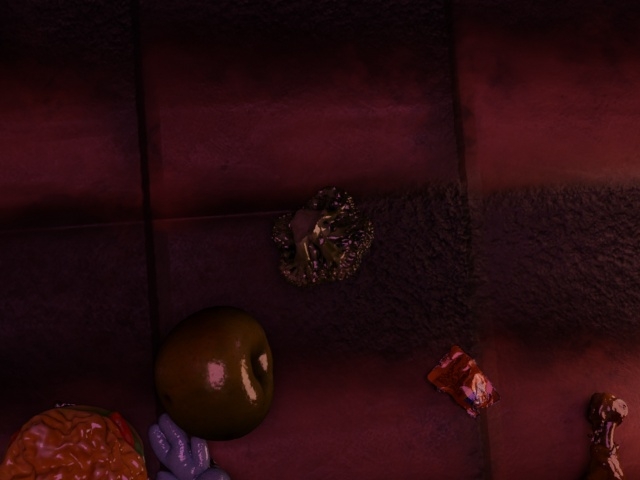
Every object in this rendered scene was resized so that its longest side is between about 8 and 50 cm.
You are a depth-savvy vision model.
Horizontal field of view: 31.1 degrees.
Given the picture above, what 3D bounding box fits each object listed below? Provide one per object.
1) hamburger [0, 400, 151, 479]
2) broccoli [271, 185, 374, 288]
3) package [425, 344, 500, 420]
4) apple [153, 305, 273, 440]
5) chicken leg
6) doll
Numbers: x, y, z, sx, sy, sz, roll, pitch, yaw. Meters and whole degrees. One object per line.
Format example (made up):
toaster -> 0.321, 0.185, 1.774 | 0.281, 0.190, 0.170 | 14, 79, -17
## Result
hamburger -> -0.357, 0.349, 1.655 | 0.237, 0.149, 0.237 | 1, 85, -8
broccoli -> 0.000, 0.000, 1.737 | 0.162, 0.138, 0.146 | -44, 59, 5
package -> 0.224, 0.225, 1.793 | 0.077, 0.033, 0.110 | -42, 87, 1
apple -> -0.154, 0.195, 1.676 | 0.157, 0.196, 0.196 | -14, 87, 21
chicken leg -> 0.445, 0.363, 1.791 | 0.107, 0.087, 0.251 | 7, 77, -27
doll -> -0.188, 0.342, 1.723 | 0.120, 0.075, 0.179 | -44, 68, 29
